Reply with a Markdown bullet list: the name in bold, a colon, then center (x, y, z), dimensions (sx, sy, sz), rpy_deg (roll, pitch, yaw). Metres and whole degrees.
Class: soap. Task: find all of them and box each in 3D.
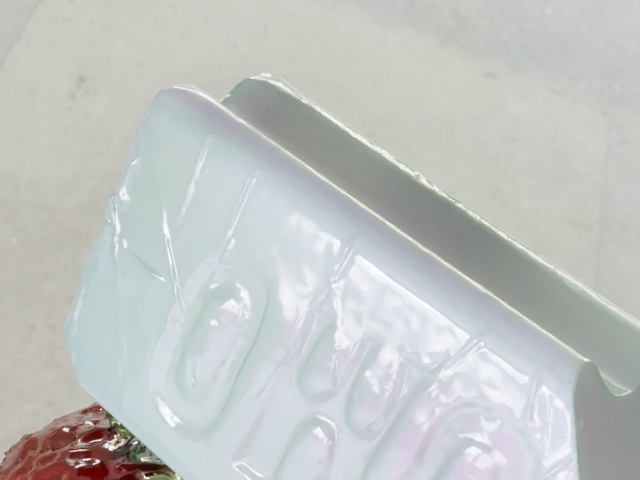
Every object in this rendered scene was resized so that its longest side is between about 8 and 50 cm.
- **soap**: center (0.033, 0.083, 0.670), dimensions (0.347, 0.208, 0.115), rpy_deg (36, 29, 21)

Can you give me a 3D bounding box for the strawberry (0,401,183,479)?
- **strawberry**: center (-0.157, 0.249, 0.926), dimensions (0.257, 0.277, 0.257), rpy_deg (32, 38, -29)
